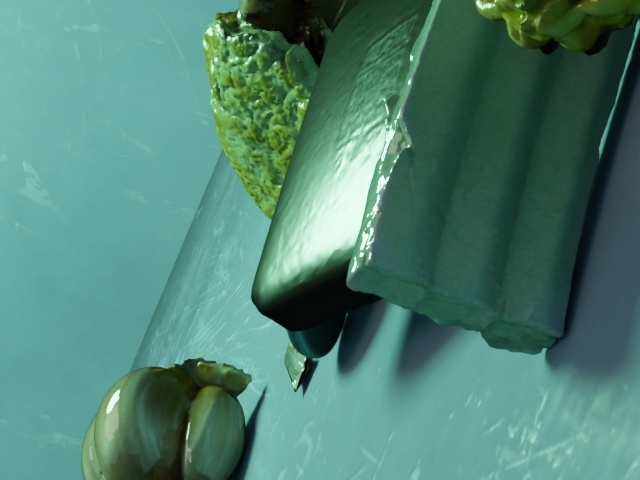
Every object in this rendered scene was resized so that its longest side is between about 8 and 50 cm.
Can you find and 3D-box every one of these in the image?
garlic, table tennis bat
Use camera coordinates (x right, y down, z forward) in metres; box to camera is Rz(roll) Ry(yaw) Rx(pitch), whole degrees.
[{"bbox_3d":[-0.176,0.230,1.525,0.214,0.160,0.191,-51,14,51],"label":"garlic"},{"bbox_3d":[0.000,0.000,1.222,0.124,0.033,0.201,-17,-71,-67],"label":"table tennis bat"}]

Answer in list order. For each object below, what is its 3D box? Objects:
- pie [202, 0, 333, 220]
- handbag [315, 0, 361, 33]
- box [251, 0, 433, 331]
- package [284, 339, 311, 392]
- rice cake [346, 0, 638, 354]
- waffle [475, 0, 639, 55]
[{"bbox_3d":[-0.040,-0.129,1.465,0.105,0.257,0.274,-25,-2,-24],"label":"pie"},{"bbox_3d":[0.065,-0.323,1.516,0.283,0.149,0.302,133,160,-71],"label":"handbag"},{"bbox_3d":[0.067,-0.088,1.033,0.290,0.073,0.289,-29,39,53],"label":"box"},{"bbox_3d":[-0.023,0.113,1.370,0.110,0.015,0.037,-130,64,-78],"label":"package"},{"bbox_3d":[0.098,-0.065,0.791,0.043,0.127,0.237,121,170,-69],"label":"rice cake"},{"bbox_3d":[0.165,-0.206,0.713,0.238,0.058,0.243,-34,36,29],"label":"waffle"}]
